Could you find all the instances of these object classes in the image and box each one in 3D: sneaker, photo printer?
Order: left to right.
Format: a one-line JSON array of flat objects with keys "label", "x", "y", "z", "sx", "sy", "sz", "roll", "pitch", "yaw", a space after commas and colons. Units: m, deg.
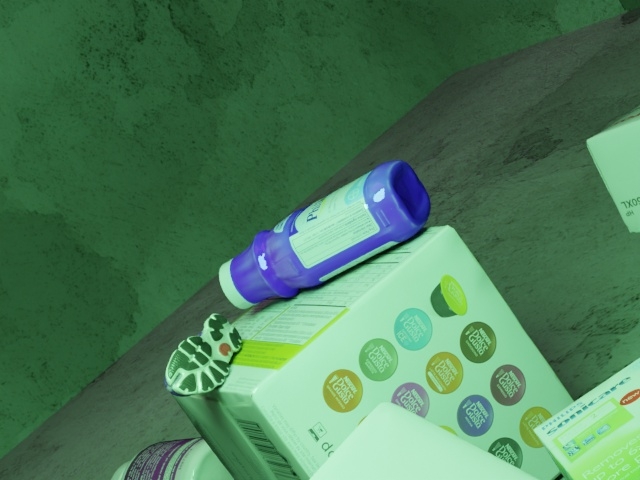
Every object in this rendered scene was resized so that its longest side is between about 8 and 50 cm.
[{"label": "sneaker", "x": -0.147, "y": 0.153, "z": 1.958, "sx": 0.071, "sy": 0.068, "sz": 0.170, "roll": -48, "pitch": -1, "yaw": 25}, {"label": "photo printer", "x": 0.126, "y": 0.327, "z": 1.689, "sx": 0.307, "sy": 0.107, "sz": 0.256, "roll": 27, "pitch": 47, "yaw": 23}]

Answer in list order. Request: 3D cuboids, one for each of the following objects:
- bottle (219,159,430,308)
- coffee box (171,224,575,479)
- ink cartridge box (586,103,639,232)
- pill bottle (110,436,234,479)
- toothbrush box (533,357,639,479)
[{"label": "bottle", "x": 0.000, "y": 0.000, "z": 2.019, "sx": 0.282, "sy": 0.092, "sz": 0.118, "roll": -28, "pitch": 12, "yaw": 28}, {"label": "coffee box", "x": 0.069, "y": 0.212, "z": 2.051, "sx": 0.334, "sy": 0.338, "sz": 0.338, "roll": -39, "pitch": 12, "yaw": -20}, {"label": "ink cartridge box", "x": 0.628, "y": -0.187, "z": 2.377, "sx": 0.395, "sy": 0.166, "sz": 0.285, "roll": -33, "pitch": 8, "yaw": -38}, {"label": "pill bottle", "x": -0.205, "y": 0.388, "z": 2.482, "sx": 0.169, "sy": 0.169, "sz": 0.301, "roll": -43, "pitch": 16, "yaw": -33}, {"label": "toothbrush box", "x": 0.372, "y": 0.230, "z": 1.718, "sx": 0.206, "sy": 0.122, "sz": 0.283, "roll": -34, "pitch": 11, "yaw": 1}]
